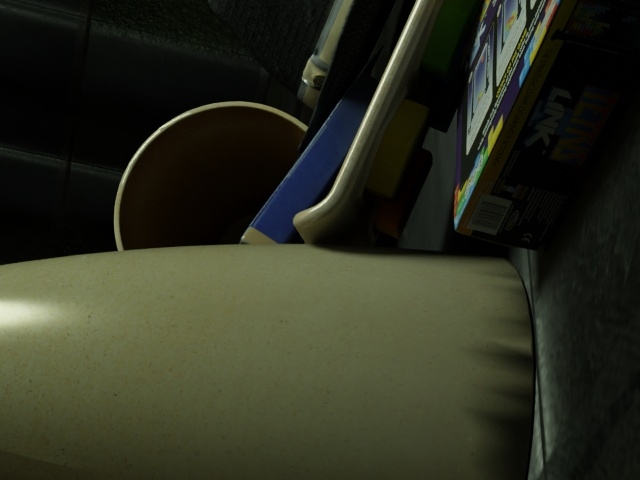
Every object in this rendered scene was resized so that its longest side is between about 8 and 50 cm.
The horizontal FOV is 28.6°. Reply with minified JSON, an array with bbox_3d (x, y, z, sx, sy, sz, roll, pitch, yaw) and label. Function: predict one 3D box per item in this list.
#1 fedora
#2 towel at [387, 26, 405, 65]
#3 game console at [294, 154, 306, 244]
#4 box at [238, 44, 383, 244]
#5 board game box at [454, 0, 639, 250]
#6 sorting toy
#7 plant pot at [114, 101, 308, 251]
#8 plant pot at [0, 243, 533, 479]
[{"bbox_3d":[-0.004,-0.244,1.117,0.334,0.152,0.334,-64,0,1],"label":"fedora"},{"bbox_3d":[0.073,-0.134,1.061,0.148,0.027,0.110,130,152,-77],"label":"towel"},{"bbox_3d":[0.000,0.000,1.168,0.071,0.107,0.122,-31,44,55],"label":"game console"},{"bbox_3d":[-0.004,-0.050,1.052,0.225,0.036,0.136,-57,-3,-26],"label":"box"},{"bbox_3d":[0.112,-0.103,0.599,0.170,0.048,0.141,109,173,-48],"label":"board game box"},{"bbox_3d":[0.057,-0.077,0.748,0.208,0.038,0.193,-61,-10,-6],"label":"sorting toy"},{"bbox_3d":[-0.077,-0.001,1.378,0.254,0.237,0.237,61,-140,-76],"label":"plant pot"},{"bbox_3d":[-0.060,0.106,0.671,0.256,0.274,0.256,-168,90,-83],"label":"plant pot"}]
